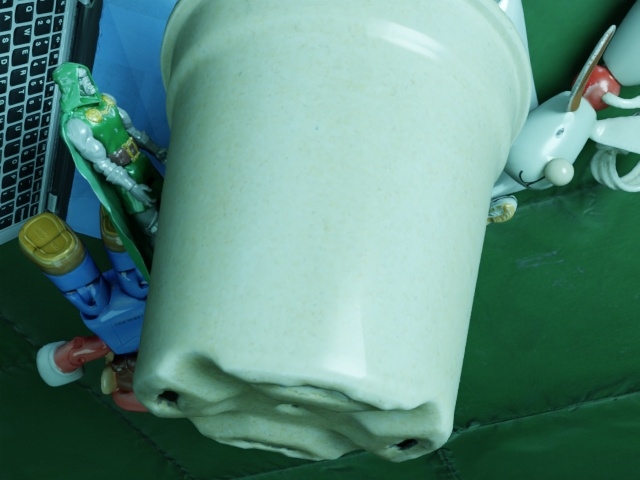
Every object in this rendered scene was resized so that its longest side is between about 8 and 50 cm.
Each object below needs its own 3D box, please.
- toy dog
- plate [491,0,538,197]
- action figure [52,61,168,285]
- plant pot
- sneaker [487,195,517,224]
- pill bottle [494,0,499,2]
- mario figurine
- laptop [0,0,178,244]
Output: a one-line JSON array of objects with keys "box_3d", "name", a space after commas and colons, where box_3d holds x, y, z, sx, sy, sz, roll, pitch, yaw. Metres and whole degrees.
[{"box_3d": [0.324, -0.159, 0.568, 0.220, 0.161, 0.334, 12, 120, -17], "name": "toy dog"}, {"box_3d": [0.107, -0.106, 0.706, 0.277, 0.045, 0.277, -18, 139, 15], "name": "plate"}, {"box_3d": [-0.172, -0.057, 0.589, 0.063, 0.137, 0.232, -16, 125, 17], "name": "action figure"}, {"box_3d": [0.000, 0.000, 0.514, 0.333, 0.306, 0.334, 6, 151, 4], "name": "plant pot"}, {"box_3d": [0.210, -0.036, 0.807, 0.083, 0.037, 0.032, -9, 115, 40], "name": "sneaker"}, {"box_3d": [0.155, -0.301, 0.477, 0.153, 0.153, 0.264, 33, 126, -26], "name": "pill bottle"}, {"box_3d": [-0.243, 0.076, 0.765, 0.197, 0.170, 0.321, 5, 135, 8], "name": "mario figurine"}, {"box_3d": [-0.241, -0.066, 0.660, 0.236, 0.408, 0.382, 39, 130, 12], "name": "laptop"}]
